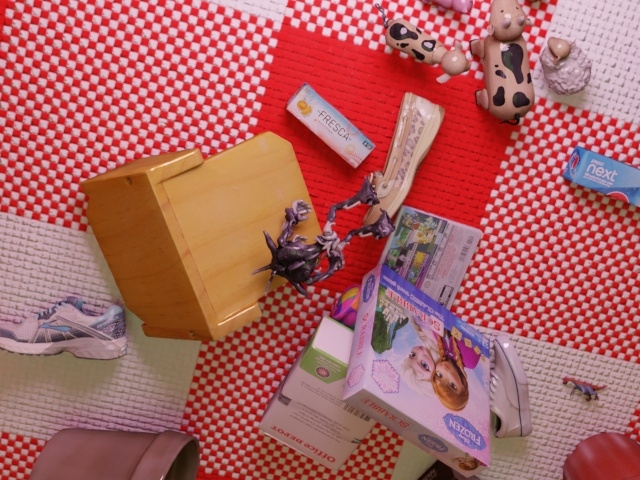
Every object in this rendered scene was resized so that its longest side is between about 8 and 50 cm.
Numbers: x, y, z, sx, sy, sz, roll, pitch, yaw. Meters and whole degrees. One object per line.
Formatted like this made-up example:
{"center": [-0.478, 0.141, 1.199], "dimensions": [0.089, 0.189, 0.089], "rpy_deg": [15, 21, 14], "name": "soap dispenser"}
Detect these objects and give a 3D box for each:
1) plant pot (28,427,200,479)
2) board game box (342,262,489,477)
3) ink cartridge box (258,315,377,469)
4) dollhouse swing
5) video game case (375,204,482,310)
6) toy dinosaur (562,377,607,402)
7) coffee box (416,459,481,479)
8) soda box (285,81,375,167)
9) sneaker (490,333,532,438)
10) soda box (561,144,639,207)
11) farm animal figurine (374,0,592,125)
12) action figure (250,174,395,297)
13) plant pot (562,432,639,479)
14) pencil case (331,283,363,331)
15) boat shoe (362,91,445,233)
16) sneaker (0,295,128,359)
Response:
{"center": [-0.441, 0.527, 1.579], "dimensions": [0.280, 0.323, 0.323], "rpy_deg": [15, 107, 9], "name": "plant pot"}
{"center": [0.202, 0.249, 1.488], "dimensions": [0.318, 0.318, 0.066], "rpy_deg": [34, 130, -20], "name": "board game box"}
{"center": [0.022, 0.320, 1.565], "dimensions": [0.198, 0.115, 0.273], "rpy_deg": [30, 123, -3], "name": "ink cartridge box"}
{"center": [-0.226, -0.027, 1.520], "dimensions": [0.315, 0.305, 0.347], "rpy_deg": [-3, 115, 41], "name": "dollhouse swing"}
{"center": [0.218, 0.043, 1.589], "dimensions": [0.183, 0.023, 0.201], "rpy_deg": [17, 107, -9], "name": "video game case"}
{"center": [0.587, 0.329, 1.705], "dimensions": [0.090, 0.047, 0.082], "rpy_deg": [-42, 98, -25], "name": "toy dinosaur"}
{"center": [0.338, 0.624, 1.740], "dimensions": [0.246, 0.098, 0.141], "rpy_deg": [40, 101, -14], "name": "coffee box"}
{"center": [0.019, -0.225, 1.472], "dimensions": [0.183, 0.058, 0.063], "rpy_deg": [40, 101, -15], "name": "soda box"}
{"center": [0.400, 0.329, 1.653], "dimensions": [0.091, 0.094, 0.258], "rpy_deg": [-16, 109, -3], "name": "sneaker"}
{"center": [0.608, -0.122, 1.536], "dimensions": [0.210, 0.067, 0.071], "rpy_deg": [19, 105, -8], "name": "soda box"}
{"center": [0.308, -0.357, 1.387], "dimensions": [0.330, 0.172, 0.327], "rpy_deg": [-27, 107, 5], "name": "farm animal figurine"}
{"center": [0.000, 0.000, 1.441], "dimensions": [0.275, 0.141, 0.164], "rpy_deg": [-29, 104, 8], "name": "action figure"}
{"center": [0.675, 0.577, 1.660], "dimensions": [0.272, 0.265, 0.272], "rpy_deg": [-1, 107, -3], "name": "plant pot"}
{"center": [0.125, 0.200, 1.594], "dimensions": [0.104, 0.104, 0.236], "rpy_deg": [-42, 104, 9], "name": "pencil case"}
{"center": [0.144, -0.148, 1.489], "dimensions": [0.089, 0.104, 0.285], "rpy_deg": [26, 95, -6], "name": "boat shoe"}
{"center": [-0.537, 0.172, 1.557], "dimensions": [0.283, 0.110, 0.122], "rpy_deg": [4, 90, -7], "name": "sneaker"}
